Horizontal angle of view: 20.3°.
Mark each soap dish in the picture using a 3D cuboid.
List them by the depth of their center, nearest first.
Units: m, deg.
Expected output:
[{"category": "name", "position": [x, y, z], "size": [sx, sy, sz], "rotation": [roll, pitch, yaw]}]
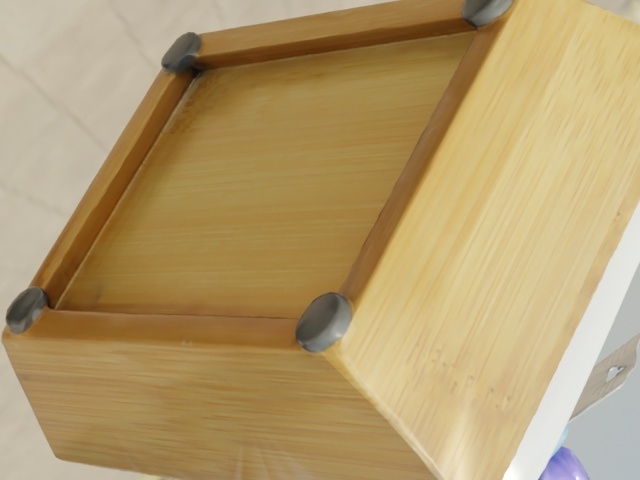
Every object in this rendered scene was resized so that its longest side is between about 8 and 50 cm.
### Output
[{"category": "soap dish", "position": [0.000, 0.000, 0.795], "size": [0.291, 0.118, 0.229], "rotation": [-1, -127, 49]}]

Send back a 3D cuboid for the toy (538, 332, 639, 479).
[{"category": "toy", "position": [0.062, 0.141, 0.816], "size": [0.237, 0.056, 0.137], "rotation": [-37, 178, 15]}]
